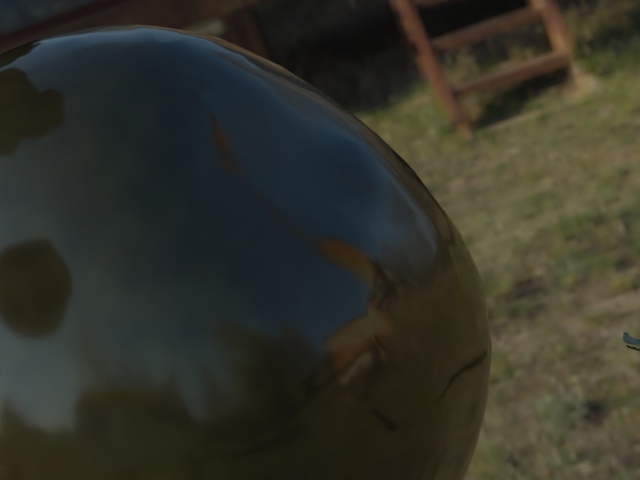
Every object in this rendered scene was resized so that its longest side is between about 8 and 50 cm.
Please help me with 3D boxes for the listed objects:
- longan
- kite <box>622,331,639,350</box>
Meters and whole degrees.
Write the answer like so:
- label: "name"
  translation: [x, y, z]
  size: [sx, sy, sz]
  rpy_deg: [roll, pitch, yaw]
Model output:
- label: "longan"
  translation: [-0.085, 0.052, 0.998]
  size: [0.361, 0.361, 0.361]
  rpy_deg: [-19, 13, 4]
- label: "kite"
  translation: [0.311, 0.093, 1.142]
  size: [0.250, 0.012, 0.229]
  rpy_deg: [12, 13, -6]
